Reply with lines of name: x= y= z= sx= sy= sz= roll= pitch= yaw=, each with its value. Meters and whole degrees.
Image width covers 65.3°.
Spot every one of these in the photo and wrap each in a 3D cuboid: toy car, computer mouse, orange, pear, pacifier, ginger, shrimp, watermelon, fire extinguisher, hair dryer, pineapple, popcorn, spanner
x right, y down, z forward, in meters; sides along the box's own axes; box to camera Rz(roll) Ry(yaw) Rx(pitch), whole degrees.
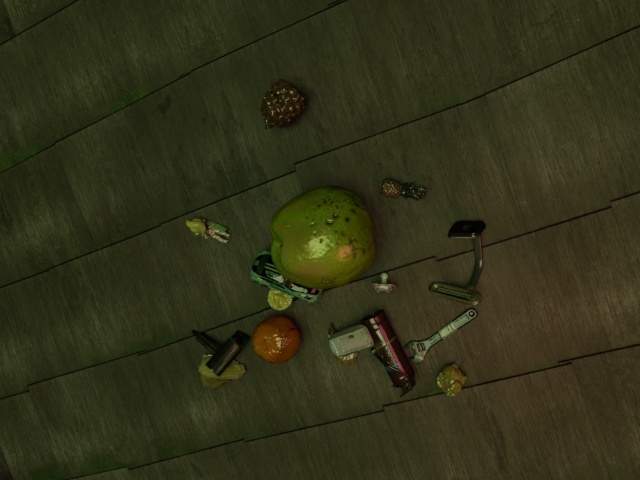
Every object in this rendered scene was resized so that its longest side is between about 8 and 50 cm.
toy car: x=-0.133 y=0.134 z=1.926 sx=0.306 sy=0.125 sz=0.136 roll=20 pitch=77 yaw=13
computer mouse: x=0.118 y=0.383 z=1.904 sx=0.199 sy=0.045 sz=0.102 roll=-29 pitch=87 yaw=36
orange: x=-0.171 y=0.393 z=1.977 sx=0.193 sy=0.161 sz=0.193 roll=1 pitch=93 yaw=27
pear: x=0.000 y=0.000 z=1.762 sx=0.391 sy=0.391 sz=0.390 roll=2 pitch=98 yaw=15
pacifier: x=0.239 y=0.157 z=1.883 sx=0.099 sy=0.081 sz=0.078 roll=3 pitch=70 yaw=14
ginger: x=-0.415 y=0.571 z=2.109 sx=0.193 sy=0.115 sz=0.122 roll=6 pitch=121 yaw=7
shrimp: x=0.083 y=0.407 z=1.970 sx=0.099 sy=0.041 sz=0.180 roll=-28 pitch=89 yaw=16
watermelon: x=-0.156 y=0.229 z=1.997 sx=0.106 sy=0.062 sz=0.105 roll=-2 pitch=79 yaw=12
fire extinguisher: x=0.261 y=0.440 z=1.901 sx=0.141 sy=0.105 sz=0.341 roll=-25 pitch=91 yaw=52
hair dryer: x=-0.445 y=0.423 z=2.097 sx=0.248 sy=0.078 sz=0.195 roll=30 pitch=68 yaw=29
pineapple: x=0.303 y=-0.182 z=1.820 sx=0.160 sy=0.074 sz=0.074 roll=11 pitch=100 yaw=5
popcorn: x=0.485 y=0.518 z=1.856 sx=0.097 sy=0.089 sz=0.109 roll=-16 pitch=83 yaw=52
spanner: x=0.450 y=0.349 z=1.873 sx=0.316 sy=0.024 sz=0.087 roll=-41 pitch=80 yaw=17
pineapple: x=-0.149 y=-0.490 z=1.846 sx=0.166 sy=0.166 sz=0.193 roll=38 pitch=103 yaw=8

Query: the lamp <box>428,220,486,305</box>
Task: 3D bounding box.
lamp: x=0.489 y=0.071 z=1.794 sx=0.203 sy=0.125 sz=0.283 roll=4 pitch=102 yaw=35

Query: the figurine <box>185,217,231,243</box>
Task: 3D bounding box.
figurine: x=-0.458 y=-0.043 z=2.043 sx=0.188 sy=0.083 sz=0.083 roll=25 pitch=103 yaw=1
